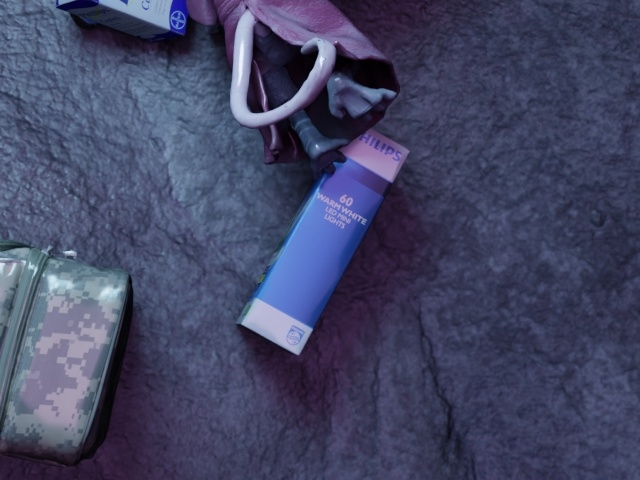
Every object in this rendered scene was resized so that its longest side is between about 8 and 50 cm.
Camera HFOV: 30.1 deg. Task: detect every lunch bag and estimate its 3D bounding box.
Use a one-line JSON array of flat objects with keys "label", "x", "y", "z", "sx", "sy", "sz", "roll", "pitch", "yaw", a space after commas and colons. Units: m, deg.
[{"label": "lunch bag", "x": -0.335, "y": 0.104, "z": 1.232, "sx": 0.256, "sy": 0.305, "sz": 0.213, "roll": 12, "pitch": 84, "yaw": -6}]

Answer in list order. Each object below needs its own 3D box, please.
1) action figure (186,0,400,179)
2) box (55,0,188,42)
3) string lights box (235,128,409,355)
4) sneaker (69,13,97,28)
[{"label": "action figure", "x": -0.074, "y": -0.249, "z": 1.252, "sx": 0.248, "sy": 0.275, "sz": 0.370, "roll": -33, "pitch": 75, "yaw": 28}, {"label": "box", "x": -0.217, "y": -0.309, "z": 1.363, "sx": 0.137, "sy": 0.072, "sz": 0.126, "roll": 14, "pitch": 83, "yaw": -40}, {"label": "string lights box", "x": 0.000, "y": 0.000, "z": 1.361, "sx": 0.076, "sy": 0.133, "sz": 0.260, "roll": 29, "pitch": 83, "yaw": -4}, {"label": "sneaker", "x": -0.268, "y": -0.329, "z": 1.394, "sx": 0.073, "sy": 0.063, "sz": 0.162, "roll": -2, "pitch": 86, "yaw": -10}]
